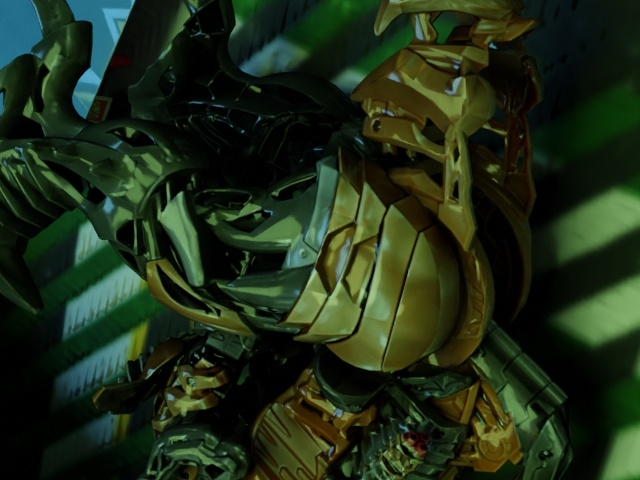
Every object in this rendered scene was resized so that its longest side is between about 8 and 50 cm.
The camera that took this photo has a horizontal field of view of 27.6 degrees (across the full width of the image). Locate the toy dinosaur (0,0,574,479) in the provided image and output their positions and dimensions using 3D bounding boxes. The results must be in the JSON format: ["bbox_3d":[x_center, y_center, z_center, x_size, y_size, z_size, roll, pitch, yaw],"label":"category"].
[{"bbox_3d":[0.000,0.000,0.449,0.218,0.164,0.322,26,95,25],"label":"toy dinosaur"}]

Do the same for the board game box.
[{"bbox_3d":[-0.117,-0.108,0.602,0.133,0.033,0.169,48,121,36],"label":"board game box"}]
